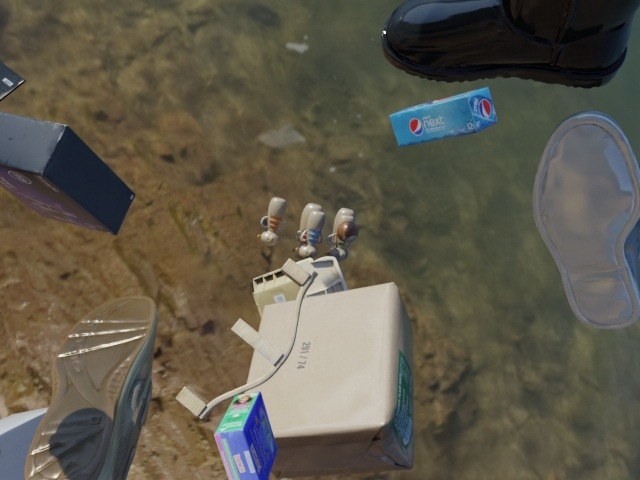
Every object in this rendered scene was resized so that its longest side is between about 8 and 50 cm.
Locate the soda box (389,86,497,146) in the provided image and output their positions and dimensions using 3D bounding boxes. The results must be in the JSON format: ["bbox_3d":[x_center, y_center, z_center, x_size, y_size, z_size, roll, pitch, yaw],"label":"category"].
[{"bbox_3d":[0.237,-0.239,1.226,0.067,0.210,0.071,-29,106,-34],"label":"soda box"}]

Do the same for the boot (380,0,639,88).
[{"bbox_3d":[0.167,-0.229,0.549,0.246,0.207,0.094,12,72,16],"label":"boot"}]

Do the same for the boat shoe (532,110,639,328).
[{"bbox_3d":[0.332,-0.030,0.757,0.319,0.116,0.099,64,37,-34],"label":"boat shoe"}]

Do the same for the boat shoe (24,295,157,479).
[{"bbox_3d":[-0.284,0.209,0.819,0.121,0.110,0.341,-4,35,5],"label":"boat shoe"}]

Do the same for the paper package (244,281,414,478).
[{"bbox_3d":[0.023,0.269,1.217,0.325,0.309,0.168,-80,149,-45],"label":"paper package"}]

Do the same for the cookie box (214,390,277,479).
[{"bbox_3d":[-0.094,0.261,0.808,0.040,0.107,0.092,-14,100,8],"label":"cookie box"}]

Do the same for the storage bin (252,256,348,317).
[{"bbox_3d":[-0.038,0.187,1.595,0.123,0.262,0.260,-19,88,-33],"label":"storage bin"}]

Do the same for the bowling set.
[{"bbox_3d":[0.000,0.000,1.589,0.287,0.200,0.154,7,105,-31],"label":"bowling set"}]

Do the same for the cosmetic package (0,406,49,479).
[{"bbox_3d":[-0.492,0.435,0.972,0.097,0.377,0.284,-12,86,-6],"label":"cosmetic package"}]

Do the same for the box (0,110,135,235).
[{"bbox_3d":[-0.486,-0.118,1.136,0.184,0.261,0.103,11,71,15],"label":"box"}]

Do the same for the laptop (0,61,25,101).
[{"bbox_3d":[-0.704,-0.228,1.241,0.234,0.264,0.136,34,35,31],"label":"laptop"}]

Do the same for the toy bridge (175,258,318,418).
[{"bbox_3d":[-0.062,0.105,0.640,0.063,0.026,0.188,37,79,10],"label":"toy bridge"}]
